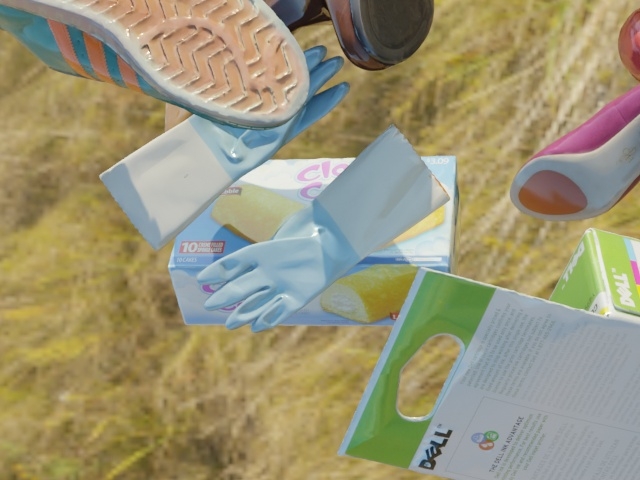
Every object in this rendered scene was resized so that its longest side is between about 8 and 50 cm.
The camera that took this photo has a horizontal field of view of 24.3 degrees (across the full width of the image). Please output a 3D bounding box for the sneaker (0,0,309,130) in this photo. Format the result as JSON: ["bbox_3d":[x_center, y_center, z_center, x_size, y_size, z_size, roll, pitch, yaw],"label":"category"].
[{"bbox_3d":[-0.148,-0.169,1.150,0.108,0.302,0.121,-62,1,-13],"label":"sneaker"}]

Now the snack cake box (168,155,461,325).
[{"bbox_3d":[0.000,0.000,1.432,0.089,0.264,0.152,79,-166,-45],"label":"snack cake box"}]

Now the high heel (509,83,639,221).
[{"bbox_3d":[0.428,-0.146,2.100,0.127,0.181,0.377,49,141,-15],"label":"high heel"}]

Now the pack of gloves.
[{"bbox_3d":[-0.039,-0.047,1.276,0.232,0.046,0.195,-36,93,8],"label":"pack of gloves"}]

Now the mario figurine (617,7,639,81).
[{"bbox_3d":[0.344,-0.230,1.123,0.198,0.170,0.320,58,139,12],"label":"mario figurine"}]

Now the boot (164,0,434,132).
[{"bbox_3d":[-0.045,-0.172,1.254,0.280,0.096,0.264,-37,45,28],"label":"boot"}]

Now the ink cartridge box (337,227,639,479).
[{"bbox_3d":[0.160,0.086,1.050,0.097,0.255,0.189,-89,16,-52],"label":"ink cartridge box"}]
